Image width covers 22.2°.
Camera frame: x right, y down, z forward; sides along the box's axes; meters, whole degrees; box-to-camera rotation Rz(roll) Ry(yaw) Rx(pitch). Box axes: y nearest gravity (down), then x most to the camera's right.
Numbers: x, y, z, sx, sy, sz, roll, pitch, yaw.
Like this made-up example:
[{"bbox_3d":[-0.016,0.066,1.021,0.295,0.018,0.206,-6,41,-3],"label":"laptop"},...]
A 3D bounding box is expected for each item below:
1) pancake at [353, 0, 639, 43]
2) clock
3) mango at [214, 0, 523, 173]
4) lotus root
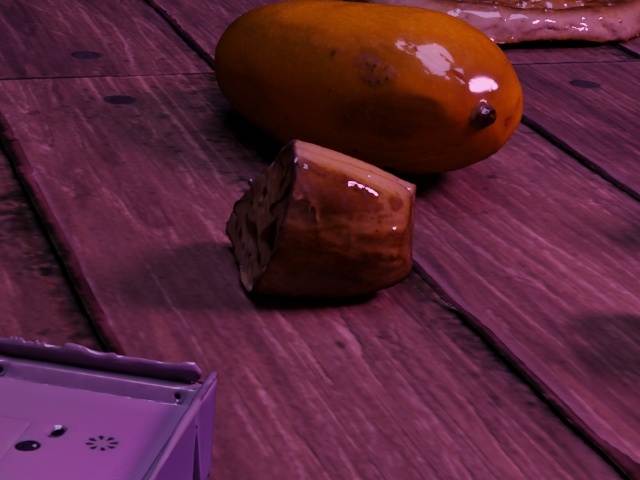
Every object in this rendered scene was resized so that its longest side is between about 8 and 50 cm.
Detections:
[{"bbox_3d":[0.211,-0.299,1.976,0.356,0.065,0.356,2,24,-1],"label":"pancake"},{"bbox_3d":[-0.139,0.122,0.803,0.144,0.073,0.193,8,22,10],"label":"clock"},{"bbox_3d":[0.026,-0.139,1.426,0.359,0.144,0.187,16,11,43],"label":"mango"},{"bbox_3d":[0.004,-0.002,1.147,0.135,0.095,0.159,7,-20,-6],"label":"lotus root"}]
